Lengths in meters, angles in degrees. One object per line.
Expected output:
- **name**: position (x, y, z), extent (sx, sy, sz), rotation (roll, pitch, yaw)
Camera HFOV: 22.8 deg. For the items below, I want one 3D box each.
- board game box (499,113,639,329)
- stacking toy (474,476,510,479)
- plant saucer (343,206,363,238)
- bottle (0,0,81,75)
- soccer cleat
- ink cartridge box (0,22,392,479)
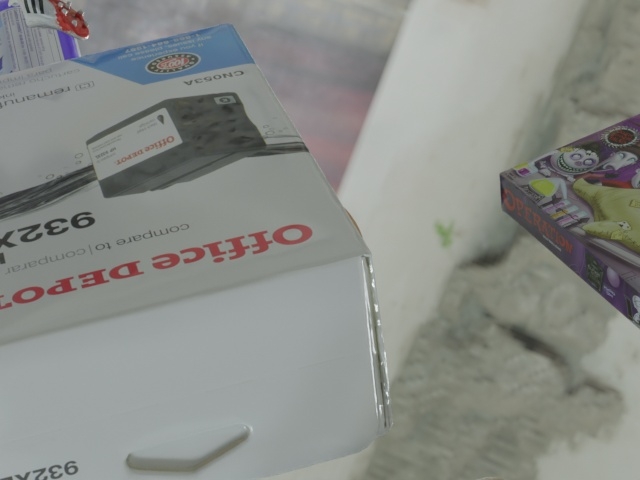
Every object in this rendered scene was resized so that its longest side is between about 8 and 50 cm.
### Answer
- **board game box**: position (0.331, -0.002, 1.367), extent (0.208, 0.056, 0.347), rotation (-20, -144, -19)
- **stacking toy**: position (0.068, 0.316, 1.473), extent (0.141, 0.141, 0.330), rotation (12, 156, -35)
- **plant saucer**: position (0.000, 0.000, 1.160), extent (0.083, 0.013, 0.083), rotation (20, -125, -31)
- **bottle**: position (-0.236, -0.090, 1.310), extent (0.092, 0.118, 0.283), rotation (9, -147, -24)
- **soccer cleat**: position (-0.218, -0.181, 1.274), extent (0.083, 0.035, 0.029), rotation (40, -157, 18)
- **ink cartridge box**: position (-0.112, 0.007, 0.934), extent (0.223, 0.129, 0.307), rotation (-14, -147, -11)
